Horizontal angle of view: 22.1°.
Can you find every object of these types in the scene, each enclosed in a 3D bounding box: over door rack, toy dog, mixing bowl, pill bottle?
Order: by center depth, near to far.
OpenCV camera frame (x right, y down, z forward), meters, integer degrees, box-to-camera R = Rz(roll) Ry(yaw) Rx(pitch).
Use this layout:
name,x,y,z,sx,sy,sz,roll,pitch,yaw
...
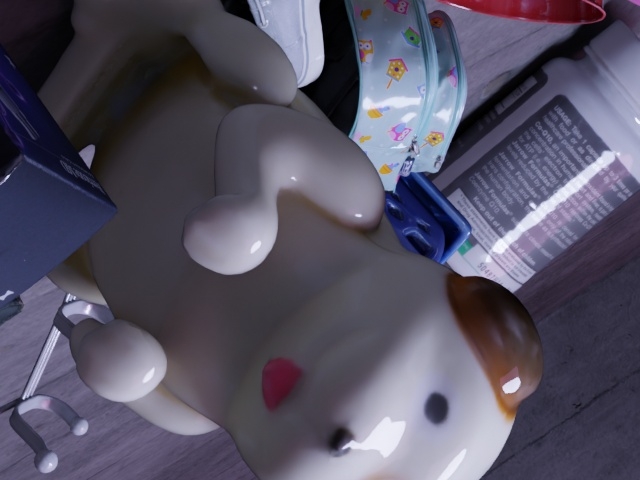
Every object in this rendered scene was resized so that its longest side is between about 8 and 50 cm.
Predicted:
name,x,y,z,sx,sy,sz,roll,pitch,yaw
toy dog,-0.038,0.044,1.215,0.284,0.408,0.395,-47,150,7
over door rack,-0.256,0.084,1.438,0.324,0.108,0.239,-1,117,-66
mixing bowl,0.177,-0.264,1.485,0.181,0.181,0.098,13,88,-71
pill bottle,0.298,-0.103,2.110,0.361,0.204,0.204,-40,165,11

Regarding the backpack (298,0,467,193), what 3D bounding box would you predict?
name,x,y,z,sx,sy,sz,roll,pitch,yaw
backpack,0.051,-0.146,1.470,0.144,0.166,0.188,-5,150,-8

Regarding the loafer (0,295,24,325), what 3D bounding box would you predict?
name,x,y,z,sx,sy,sz,roll,pitch,yaw
loafer,-0.377,0.129,1.486,0.267,0.084,0.096,-32,164,-20

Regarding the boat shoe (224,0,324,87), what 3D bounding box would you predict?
name,x,y,z,sx,sy,sz,roll,pitch,yaw
boat shoe,-0.047,-0.187,1.342,0.081,0.079,0.227,-22,160,-9

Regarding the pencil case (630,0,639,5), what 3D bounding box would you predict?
name,x,y,z,sx,sy,sz,roll,pitch,yaw
pencil case,0.416,-0.289,1.840,0.098,0.209,0.095,-53,162,-30

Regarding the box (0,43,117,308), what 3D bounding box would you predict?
name,x,y,z,sx,sy,sz,roll,pitch,yaw
box,-0.236,-0.074,0.962,0.108,0.207,0.153,-38,165,4

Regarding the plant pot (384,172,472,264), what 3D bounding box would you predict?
name,x,y,z,sx,sy,sz,roll,pitch,yaw
plant pot,0.000,0.000,1.691,0.236,0.236,0.212,-47,173,36
